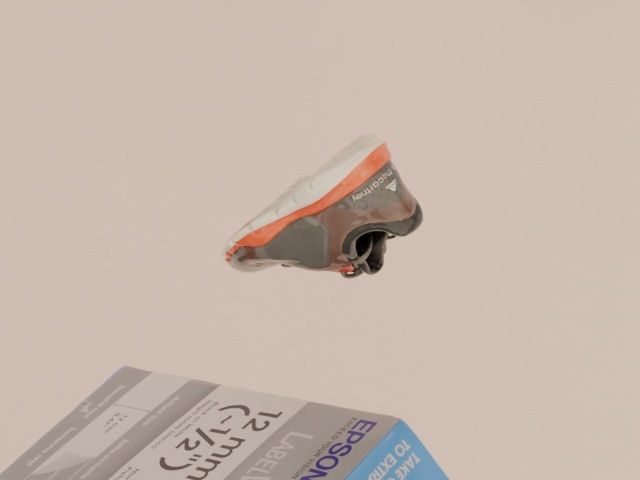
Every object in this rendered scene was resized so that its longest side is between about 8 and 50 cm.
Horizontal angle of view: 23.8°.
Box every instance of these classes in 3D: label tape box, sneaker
[{"bbox_3d":[-0.056,0.196,0.806,0.348,0.249,0.115,3,-56,43],"label":"label tape box"},{"bbox_3d":[0.000,0.000,0.814,0.065,0.061,0.158,50,-30,-5],"label":"sneaker"}]
